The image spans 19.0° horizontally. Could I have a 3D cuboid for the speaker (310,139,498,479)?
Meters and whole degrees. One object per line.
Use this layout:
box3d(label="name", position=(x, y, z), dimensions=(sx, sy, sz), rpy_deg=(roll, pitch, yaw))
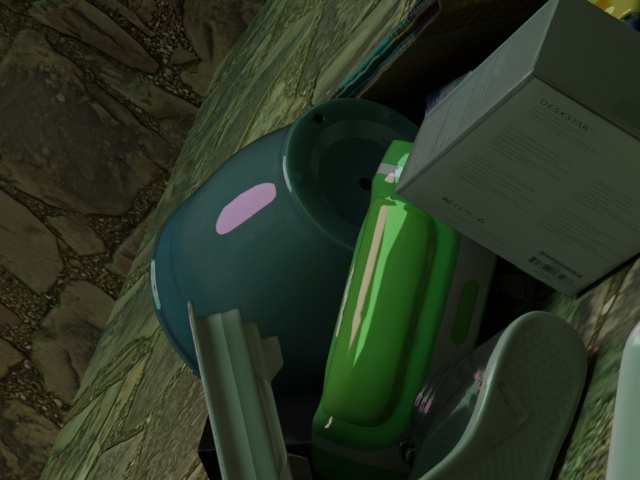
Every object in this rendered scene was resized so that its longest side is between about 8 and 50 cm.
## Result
box3d(label="speaker", position=(0.079, 0.068, 1.658), dimensions=(0.131, 0.131, 0.296), rpy_deg=(-157, 80, -78))

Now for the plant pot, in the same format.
box3d(label="plant pot", position=(0.000, 0.000, 1.904), dimensions=(0.255, 0.272, 0.271), rpy_deg=(-48, 17, 52))

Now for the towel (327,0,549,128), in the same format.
box3d(label="towel", position=(0.138, -0.190, 1.953), dimensions=(0.271, 0.040, 0.370), rpy_deg=(-18, -13, -30))

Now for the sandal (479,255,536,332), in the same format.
box3d(label="sandal", position=(0.140, 0.059, 1.731), dimensions=(0.180, 0.049, 0.072), rpy_deg=(-31, 56, 52))

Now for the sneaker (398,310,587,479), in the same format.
box3d(label="sneaker", position=(0.101, 0.198, 1.477), dimensions=(0.295, 0.105, 0.147), rpy_deg=(-60, 8, -25))

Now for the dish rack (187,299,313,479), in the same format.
box3d(label="dish rack", position=(-0.035, 0.228, 1.576), dimensions=(0.333, 0.072, 0.285), rpy_deg=(79, 178, -53))

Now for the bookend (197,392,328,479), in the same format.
box3d(label="bookend", position=(-0.022, 0.234, 1.914), dimensions=(0.157, 0.156, 0.072), rpy_deg=(-7, 38, 18))

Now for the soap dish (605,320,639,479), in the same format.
box3d(label="soap dish", position=(0.271, 0.073, 0.995), dimensions=(0.291, 0.118, 0.229), rpy_deg=(-50, 16, 41))

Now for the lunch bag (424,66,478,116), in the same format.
box3d(label="lunch bag", position=(0.167, -0.083, 1.858), dimensions=(0.129, 0.096, 0.151), rpy_deg=(154, 114, -70))

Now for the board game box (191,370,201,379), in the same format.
box3d(label="board game box", position=(0.005, 0.009, 2.213), dimensions=(0.233, 0.078, 0.347), rpy_deg=(-34, 23, 54))

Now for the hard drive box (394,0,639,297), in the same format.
box3d(label="hard drive box", position=(0.194, -0.069, 1.495), dimensions=(0.232, 0.181, 0.089), rpy_deg=(-40, 23, 58))

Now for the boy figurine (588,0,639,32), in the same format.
box3d(label="boy figurine", position=(0.269, -0.209, 1.723), dimensions=(0.177, 0.092, 0.285), rpy_deg=(-50, 19, 55))
